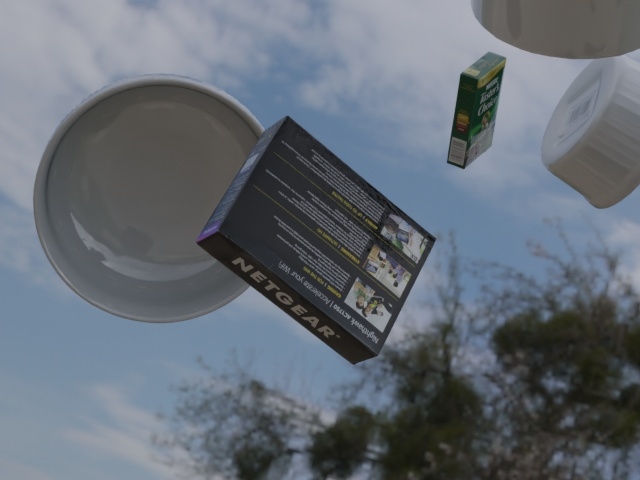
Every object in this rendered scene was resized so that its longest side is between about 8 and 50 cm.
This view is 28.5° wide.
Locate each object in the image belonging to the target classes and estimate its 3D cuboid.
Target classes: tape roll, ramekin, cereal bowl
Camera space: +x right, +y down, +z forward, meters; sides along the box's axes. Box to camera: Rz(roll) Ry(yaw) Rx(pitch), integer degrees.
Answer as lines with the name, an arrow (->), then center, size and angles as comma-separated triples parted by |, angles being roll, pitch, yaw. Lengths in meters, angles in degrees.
tape roll -> 0.348, -0.364, 1.714 | 0.286, 0.286, 0.100 | 11, -47, 14
ramekin -> 0.521, -0.210, 2.290 | 0.135, 0.277, 0.277 | 29, -21, -11
cereal bowl -> -0.216, -0.067, 1.715 | 0.338, 0.339, 0.141 | 20, 16, -12

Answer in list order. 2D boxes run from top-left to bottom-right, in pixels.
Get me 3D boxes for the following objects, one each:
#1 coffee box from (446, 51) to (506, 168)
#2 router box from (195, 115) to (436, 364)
coffee box -> 0.275, -0.228, 2.216 | 0.040, 0.113, 0.184 | 24, -52, 25
router box -> 0.000, 0.000, 1.076 | 0.179, 0.133, 0.046 | 39, -31, -16
